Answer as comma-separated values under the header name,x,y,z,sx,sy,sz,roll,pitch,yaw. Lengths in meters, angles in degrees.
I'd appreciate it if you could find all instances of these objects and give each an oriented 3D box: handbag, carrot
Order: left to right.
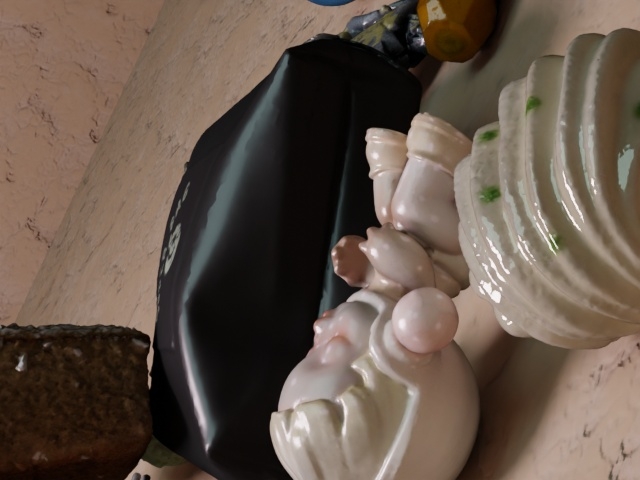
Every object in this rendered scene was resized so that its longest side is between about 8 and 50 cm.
name,x,y,z,sx,sy,sz,roll,pitch,yaw
handbag,-0.056,0.020,1.285,0.288,0.152,0.342,163,120,-66
carrot,0.131,-0.263,1.423,0.066,0.066,0.314,-48,18,43

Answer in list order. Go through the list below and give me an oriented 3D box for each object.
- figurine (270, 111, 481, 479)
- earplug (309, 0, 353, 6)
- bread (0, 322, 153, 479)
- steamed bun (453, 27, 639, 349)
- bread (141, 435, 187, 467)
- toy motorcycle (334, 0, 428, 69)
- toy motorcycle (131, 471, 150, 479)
name,x,y,z,sx,sy,sz,roll,pitch,yaw
figurine,0.049,0.067,1.037,0.182,0.144,0.257,7,67,52
earplug,0.040,-0.373,1.770,0.273,0.132,0.132,-70,17,-11
bread,-0.233,0.154,1.393,0.416,0.165,0.113,128,138,-73
steamed bun,0.138,-0.031,0.899,0.183,0.106,0.183,-40,30,29
bread,-0.094,0.101,1.533,0.232,0.064,0.172,-67,15,-10
toy motorcycle,0.038,-0.161,1.466,0.193,0.061,0.124,-27,23,14
toy motorcycle,-0.161,0.369,1.195,0.401,0.134,0.207,-67,17,-8
